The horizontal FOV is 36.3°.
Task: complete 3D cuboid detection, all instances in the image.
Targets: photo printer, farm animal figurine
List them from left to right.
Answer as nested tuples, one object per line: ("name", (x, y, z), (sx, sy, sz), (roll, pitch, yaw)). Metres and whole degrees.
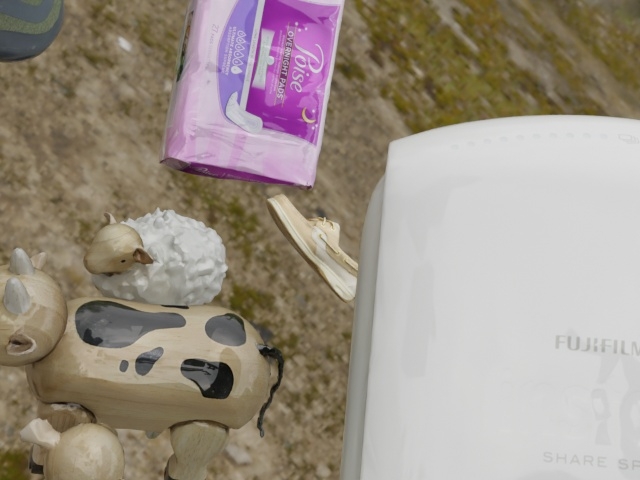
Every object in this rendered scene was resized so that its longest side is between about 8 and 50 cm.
("farm animal figurine", (-0.171, 0.099, 0.643), (0.327, 0.172, 0.330), (-4, 51, -30))
("photo printer", (0.142, 0.080, 0.524), (0.107, 0.256, 0.307), (74, 21, -73))

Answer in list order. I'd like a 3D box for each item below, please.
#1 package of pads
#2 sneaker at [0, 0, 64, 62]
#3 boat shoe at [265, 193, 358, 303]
("package of pads", (-0.021, -0.060, 0.318), (0.050, 0.083, 0.032), (10, -4, -17))
("sneaker", (-0.136, -0.171, 0.391), (0.121, 0.300, 0.111), (2, 66, -2))
("boat shoe", (0.000, 0.000, 1.196), (0.170, 0.059, 0.063), (51, -5, -25))
